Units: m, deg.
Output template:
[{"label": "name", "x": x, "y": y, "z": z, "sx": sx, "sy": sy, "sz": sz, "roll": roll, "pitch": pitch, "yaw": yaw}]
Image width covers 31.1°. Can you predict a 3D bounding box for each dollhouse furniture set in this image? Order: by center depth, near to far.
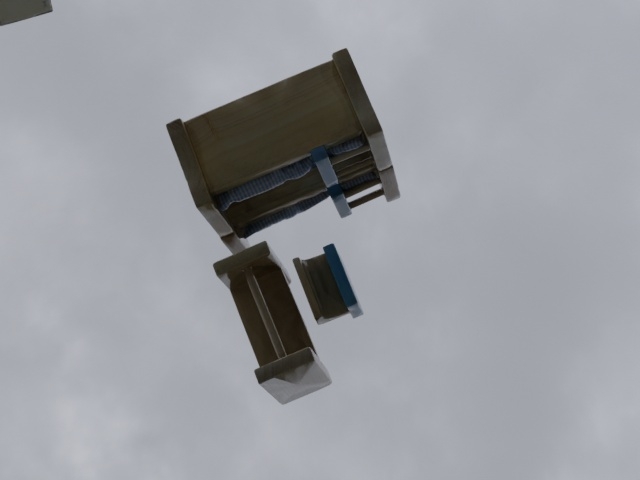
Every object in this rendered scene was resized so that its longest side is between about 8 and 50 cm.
[{"label": "dollhouse furniture set", "x": 0.000, "y": 0.000, "z": 0.767, "sx": 0.129, "sy": 0.129, "sz": 0.183, "roll": -23, "pitch": -110, "yaw": 2}]

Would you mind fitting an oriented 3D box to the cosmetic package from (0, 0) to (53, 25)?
[{"label": "cosmetic package", "x": -0.291, "y": -0.207, "z": 0.986, "sx": 0.115, "sy": 0.060, "sz": 0.041, "roll": 5, "pitch": -66, "yaw": 37}]
